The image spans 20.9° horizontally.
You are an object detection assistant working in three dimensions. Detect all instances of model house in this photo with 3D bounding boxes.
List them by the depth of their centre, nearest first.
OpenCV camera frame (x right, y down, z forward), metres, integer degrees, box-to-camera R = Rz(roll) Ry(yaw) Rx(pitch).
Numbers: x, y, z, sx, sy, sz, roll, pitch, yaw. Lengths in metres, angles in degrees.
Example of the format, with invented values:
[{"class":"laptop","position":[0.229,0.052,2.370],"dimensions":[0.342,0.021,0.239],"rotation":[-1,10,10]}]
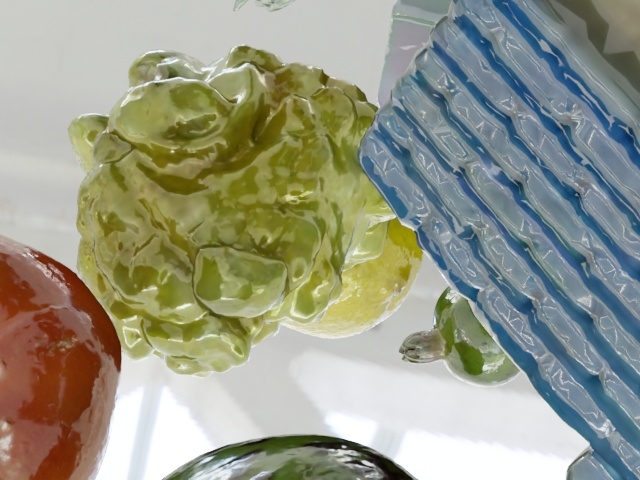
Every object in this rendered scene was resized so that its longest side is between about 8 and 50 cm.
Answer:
[{"class":"model house","position":[0.245,-0.055,1.042],"dimensions":[0.395,0.400,0.445],"rotation":[47,-168,11]}]

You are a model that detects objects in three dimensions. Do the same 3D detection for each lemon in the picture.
[{"class":"lemon","position":[0.000,0.000,1.636],"dimensions":[0.203,0.178,0.178],"rotation":[26,-131,31]}]

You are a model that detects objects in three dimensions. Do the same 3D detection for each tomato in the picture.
[{"class":"tomato","position":[-0.260,0.112,1.167],"dimensions":[0.259,0.180,0.260],"rotation":[6,-113,-13]}]

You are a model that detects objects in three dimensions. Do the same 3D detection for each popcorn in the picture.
[{"class":"popcorn","position":[-0.079,-0.025,1.329],"dimensions":[0.241,0.235,0.250],"rotation":[-3,-142,35]}]

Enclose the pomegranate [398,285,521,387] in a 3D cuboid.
[{"class":"pomegranate","position":[0.099,0.066,1.130],"dimensions":[0.084,0.073,0.073],"rotation":[-42,-113,0]}]

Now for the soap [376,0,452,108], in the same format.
[{"class":"soap","position":[0.202,-0.109,1.574],"dimensions":[0.261,0.446,0.156],"rotation":[16,-116,31]}]

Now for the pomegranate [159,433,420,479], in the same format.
[{"class":"pomegranate","position":[-0.051,0.247,1.017],"dimensions":[0.306,0.242,0.242],"rotation":[-29,-116,-26]}]

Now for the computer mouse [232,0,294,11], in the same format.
[{"class":"computer mouse","position":[0.013,-0.195,0.970],"dimensions":[0.056,0.182,0.089],"rotation":[31,-169,-21]}]
